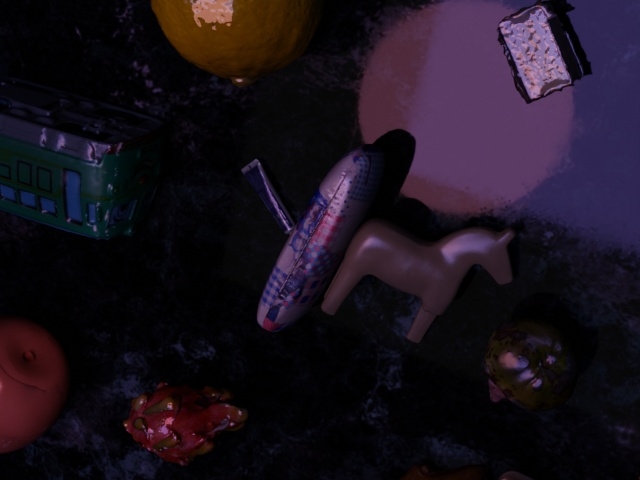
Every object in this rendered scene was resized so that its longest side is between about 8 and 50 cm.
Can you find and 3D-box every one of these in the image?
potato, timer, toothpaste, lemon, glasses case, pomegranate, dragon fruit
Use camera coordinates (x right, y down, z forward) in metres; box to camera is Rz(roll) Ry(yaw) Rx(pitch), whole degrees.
[{"bbox_3d":[0.292,-0.253,1.586,0.086,0.061,0.122,-20,94,29],"label":"potato"},{"bbox_3d":[-0.542,0.243,2.023,0.215,0.229,0.229,-39,86,35],"label":"timer"},{"bbox_3d":[-0.072,-0.060,1.835,0.037,0.021,0.140,-34,87,30],"label":"toothpaste"},{"bbox_3d":[-0.115,-0.370,1.638,0.245,0.245,0.319,-2,97,26],"label":"lemon"},{"bbox_3d":[0.000,0.000,1.758,0.076,0.125,0.327,34,116,12],"label":"glasses case"},{"bbox_3d":[0.285,0.186,1.680,0.138,0.125,0.163,37,118,-3],"label":"pomegranate"},{"bbox_3d":[-0.215,0.294,1.951,0.208,0.133,0.150,-8,128,11],"label":"dragon fruit"}]

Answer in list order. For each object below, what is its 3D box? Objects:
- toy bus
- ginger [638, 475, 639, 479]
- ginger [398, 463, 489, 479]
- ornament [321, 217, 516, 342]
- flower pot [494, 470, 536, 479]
[{"bbox_3d":[-0.417,-0.127,1.885,0.344,0.183,0.199,17,115,21],"label":"toy bus"},{"bbox_3d":[0.480,0.382,1.674,0.103,0.073,0.162,27,115,17],"label":"ginger"},{"bbox_3d":[0.131,0.450,1.842,0.133,0.107,0.309,36,114,27],"label":"ginger"},{"bbox_3d":[0.150,0.045,1.727,0.230,0.061,0.245,27,118,-3],"label":"ornament"},{"bbox_3d":[0.241,0.528,1.724,0.165,0.254,0.367,24,113,24],"label":"flower pot"}]
